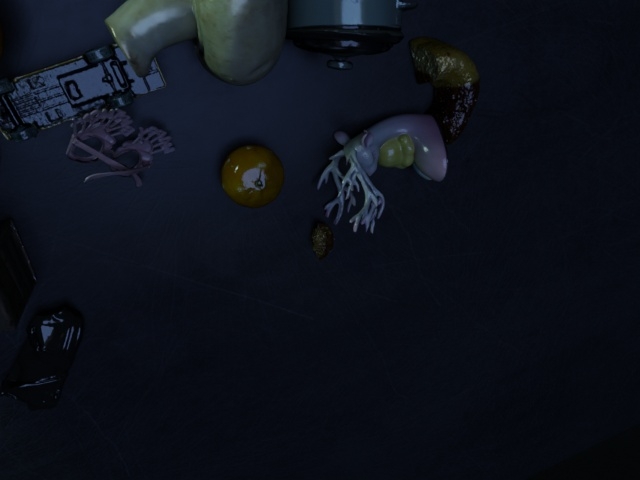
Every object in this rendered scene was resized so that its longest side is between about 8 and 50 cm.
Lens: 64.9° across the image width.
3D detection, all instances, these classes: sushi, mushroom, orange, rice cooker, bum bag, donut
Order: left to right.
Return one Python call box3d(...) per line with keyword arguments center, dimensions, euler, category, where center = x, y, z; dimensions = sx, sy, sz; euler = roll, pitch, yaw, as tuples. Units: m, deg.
box3d(center=(-0.701, 0.304, 1.267), dimensions=(0.142, 0.080, 0.326), euler=(18, 105, -29), category="bum bag")
box3d(center=(-0.187, -0.429, 0.968), dimensions=(0.315, 0.315, 0.356), euler=(27, 81, -27), category="mushroom")
box3d(center=(-0.163, -0.153, 1.222), dimensions=(0.156, 0.124, 0.156), euler=(-8, 118, -14), category="orange")
box3d(center=(0.003, 0.001, 1.383), dimensions=(0.060, 0.061, 0.118), euler=(-27, 115, -36), category="sushi")
box3d(center=(0.050, -0.514, 1.058), dimensions=(0.316, 0.264, 0.317), euler=(2, 110, 7), category="rice cooker")
box3d(center=(0.345, -0.387, 1.300), dimensions=(0.151, 0.112, 0.295), euler=(-22, 119, -5), category="donut")

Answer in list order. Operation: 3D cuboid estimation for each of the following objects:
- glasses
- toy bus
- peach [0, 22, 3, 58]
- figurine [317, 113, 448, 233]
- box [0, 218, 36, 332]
box3d(center=(-0.425, -0.193, 1.081), dimensions=(0.162, 0.095, 0.255), euler=(-47, 156, 15), category="glasses")
box3d(center=(-0.497, -0.318, 1.034), dimensions=(0.335, 0.123, 0.121), euler=(-22, 120, -8), category="toy bus")
box3d(center=(-0.708, -0.368, 0.873), dimensions=(0.280, 0.238, 0.281), euler=(-8, 116, -17), category="peach")
box3d(center=(0.153, -0.174, 1.284), dimensions=(0.315, 0.206, 0.284), euler=(-6, 104, -10), category="figurine")
box3d(center=(-0.803, 0.098, 1.056), dimensions=(0.297, 0.225, 0.191), euler=(-12, 116, -12), category="box")
